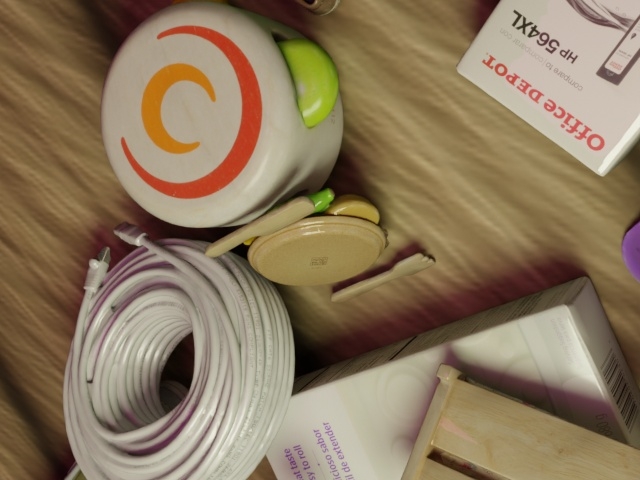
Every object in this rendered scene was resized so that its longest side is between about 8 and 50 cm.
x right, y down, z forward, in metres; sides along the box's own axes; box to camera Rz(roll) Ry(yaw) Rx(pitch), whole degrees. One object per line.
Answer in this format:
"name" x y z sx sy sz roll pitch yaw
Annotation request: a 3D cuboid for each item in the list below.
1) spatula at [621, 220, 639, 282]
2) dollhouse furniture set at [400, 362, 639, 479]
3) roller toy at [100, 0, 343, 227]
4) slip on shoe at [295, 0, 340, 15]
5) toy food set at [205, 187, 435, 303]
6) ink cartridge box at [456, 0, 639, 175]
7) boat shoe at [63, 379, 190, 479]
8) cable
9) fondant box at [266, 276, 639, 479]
"spatula" 0.349 -0.060 0.764 0.084 0.030 0.296 45 118 11
"dollhouse furniture set" 0.131 0.223 0.833 0.303 0.174 0.355 20 84 32
"roller toy" -0.085 -0.109 0.892 0.209 0.146 0.191 29 104 21
"slip on shoe" -0.033 -0.258 0.886 0.051 0.041 0.135 -32 89 29
"toy food set" 0.000 0.000 0.882 0.132 0.192 0.038 -25 59 31
"ink cartridge box" 0.225 -0.172 0.762 0.148 0.086 0.203 39 116 11
"boat shoe" -0.229 0.278 1.088 0.118 0.103 0.320 46 118 8
"cable" -0.141 0.125 0.950 0.257 0.089 0.257 14 83 41
"fondant box" 0.129 0.202 0.903 0.330 0.096 0.238 -23 93 30
